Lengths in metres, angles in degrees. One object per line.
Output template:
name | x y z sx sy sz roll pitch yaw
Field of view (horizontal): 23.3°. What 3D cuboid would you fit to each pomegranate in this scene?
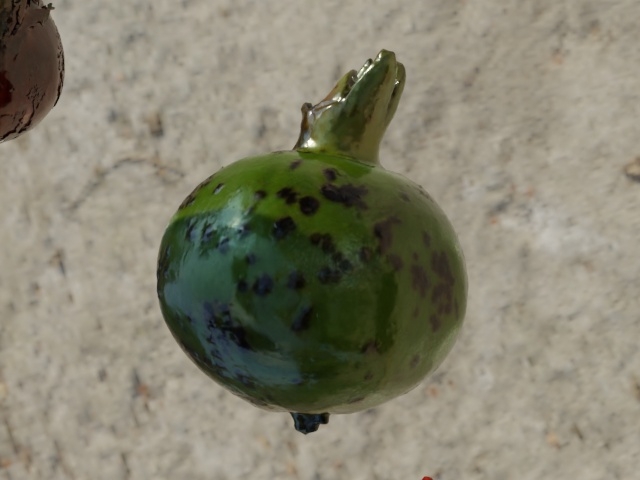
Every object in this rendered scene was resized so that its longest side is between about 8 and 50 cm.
pomegranate | 0.000 0.000 1.051 0.211 0.211 0.263 5 86 51

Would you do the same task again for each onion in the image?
onion | -0.276 -0.168 1.210 0.147 0.184 0.184 -48 65 33

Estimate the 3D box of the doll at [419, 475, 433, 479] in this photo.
doll | 0.028 0.183 0.838 0.057 0.169 0.109 10 111 31
